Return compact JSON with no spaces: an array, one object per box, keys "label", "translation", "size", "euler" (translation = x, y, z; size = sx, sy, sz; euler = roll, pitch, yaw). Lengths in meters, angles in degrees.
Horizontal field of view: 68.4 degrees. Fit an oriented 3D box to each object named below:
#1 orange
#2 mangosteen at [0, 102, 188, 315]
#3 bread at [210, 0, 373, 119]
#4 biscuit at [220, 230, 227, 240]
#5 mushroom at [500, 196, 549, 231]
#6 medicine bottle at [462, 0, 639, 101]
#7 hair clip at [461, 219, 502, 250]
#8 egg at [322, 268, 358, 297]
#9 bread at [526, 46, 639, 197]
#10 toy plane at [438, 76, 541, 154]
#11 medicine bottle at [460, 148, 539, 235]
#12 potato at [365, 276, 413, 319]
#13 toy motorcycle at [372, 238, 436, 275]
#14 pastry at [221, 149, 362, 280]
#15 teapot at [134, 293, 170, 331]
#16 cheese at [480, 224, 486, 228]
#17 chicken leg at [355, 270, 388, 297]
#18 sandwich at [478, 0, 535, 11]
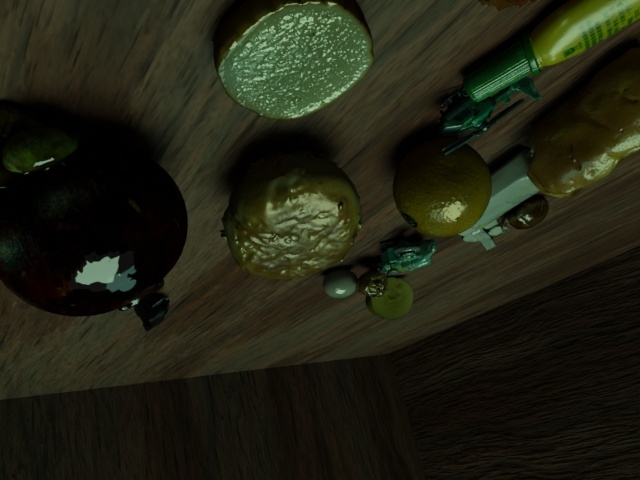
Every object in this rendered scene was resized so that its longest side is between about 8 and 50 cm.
[{"label":"orange","translation":[0.271,-0.116,1.057],"size":[0.236,0.236,0.236],"euler":[-13,157,-6]},{"label":"mangosteen","translation":[-0.393,-0.050,0.783],"size":[0.306,0.359,0.306],"euler":[-28,-171,5]},{"label":"bread","translation":[-0.040,-0.275,0.693],"size":[0.236,0.070,0.236],"euler":[-14,156,-6]},{"label":"biscuit","translation":[-0.214,0.033,1.335],"size":[0.048,0.026,0.292],"euler":[2,158,10]},{"label":"mushroom","translation":[0.682,-0.079,1.575],"size":[0.135,0.080,0.170],"euler":[19,137,-38]},{"label":"medicine bottle","translation":[0.395,-0.340,0.809],"size":[0.309,0.076,0.111],"euler":[-29,147,27]},{"label":"hair clip","translation":[0.582,-0.021,1.682],"size":[0.140,0.054,0.220],"euler":[-22,154,26]},{"label":"egg","translation":[0.073,0.154,1.685],"size":[0.135,0.103,0.103],"euler":[-9,156,-24]},{"label":"bread","translation":[0.598,-0.241,1.022],"size":[0.149,0.195,0.344],"euler":[-6,153,-32]},{"label":"toy plane","translation":[0.316,-0.260,0.924],"size":[0.235,0.096,0.060],"euler":[-33,159,-3]},{"label":"medicine bottle","translation":[0.488,-0.127,1.308],"size":[0.161,0.111,0.296],"euler":[-4,153,-37]},{"label":"potato","translation":[0.263,0.249,1.970],"size":[0.203,0.178,0.158],"euler":[-31,-177,-30]},{"label":"toy motorcycle","translation":[0.297,0.060,1.598],"size":[0.198,0.109,0.296],"euler":[-6,166,-8]},{"label":"pastry","translation":[-0.061,-0.059,0.993],"size":[0.284,0.184,0.316],"euler":[5,138,-18]},{"label":"teapot","translation":[-0.523,0.215,1.489],"size":[0.096,0.087,0.177],"euler":[-28,167,-34]},{"label":"cheese","translation":[0.552,-0.105,1.468],"size":[0.251,0.054,0.127],"euler":[-31,155,31]},{"label":"chicken leg","translation":[0.191,0.145,1.707],"size":[0.107,0.087,0.251],"euler":[11,-174,8]},{"label":"sandwich","translation":[0.266,-0.391,0.572],"size":[0.212,0.109,0.292],"euler":[-32,152,33]}]
